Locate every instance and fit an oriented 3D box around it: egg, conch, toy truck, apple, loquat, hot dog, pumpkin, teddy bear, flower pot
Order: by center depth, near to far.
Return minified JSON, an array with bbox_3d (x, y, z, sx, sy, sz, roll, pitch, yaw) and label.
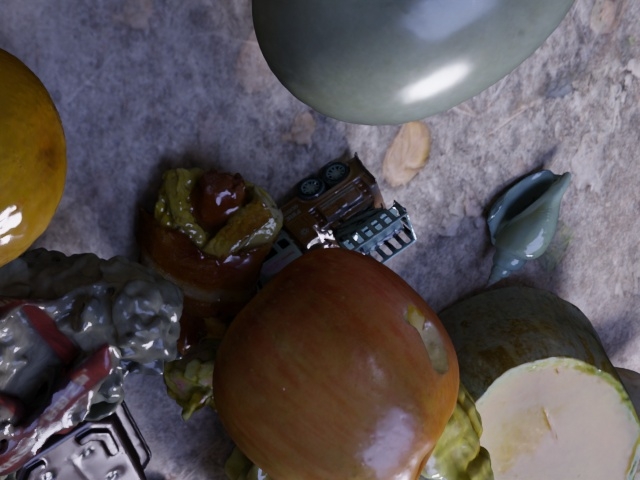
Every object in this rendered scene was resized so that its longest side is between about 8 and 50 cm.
[{"bbox_3d":[-0.310,-0.066,1.097,0.208,0.208,0.208,-22,135,-24],"label":"loquat"},{"bbox_3d":[0.099,-0.256,1.225,0.352,0.258,0.258,-36,139,-7],"label":"egg"},{"bbox_3d":[-0.325,0.183,1.250,0.357,0.224,0.368,-13,123,-39],"label":"teddy bear"},{"bbox_3d":[0.024,0.145,1.352,0.242,0.241,0.242,-44,164,-16],"label":"apple"},{"bbox_3d":[-0.120,0.023,1.377,0.146,0.103,0.213,11,117,-1],"label":"hot dog"},{"bbox_3d":[0.000,0.001,1.465,0.177,0.115,0.080,-34,139,-9],"label":"toy truck"},{"bbox_3d":[-0.270,0.254,1.478,0.179,0.084,0.251,-32,137,-14],"label":"flower pot"},{"bbox_3d":[0.250,-0.018,1.705,0.180,0.088,0.065,-60,-179,8],"label":"conch"},{"bbox_3d":[0.266,0.249,1.749,0.332,0.199,0.332,-7,114,-16],"label":"pumpkin"}]

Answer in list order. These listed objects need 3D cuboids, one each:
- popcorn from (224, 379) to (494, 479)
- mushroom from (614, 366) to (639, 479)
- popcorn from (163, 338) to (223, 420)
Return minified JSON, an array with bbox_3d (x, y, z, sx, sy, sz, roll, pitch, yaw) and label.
[{"bbox_3d":[0.045,0.278,1.586,0.334,0.292,0.293,-45,98,2],"label":"popcorn"},{"bbox_3d":[0.418,0.315,2.009,0.243,0.243,0.243,-22,135,-24],"label":"mushroom"},{"bbox_3d":[-0.128,0.150,1.500,0.097,0.109,0.089,-1,102,2],"label":"popcorn"}]
